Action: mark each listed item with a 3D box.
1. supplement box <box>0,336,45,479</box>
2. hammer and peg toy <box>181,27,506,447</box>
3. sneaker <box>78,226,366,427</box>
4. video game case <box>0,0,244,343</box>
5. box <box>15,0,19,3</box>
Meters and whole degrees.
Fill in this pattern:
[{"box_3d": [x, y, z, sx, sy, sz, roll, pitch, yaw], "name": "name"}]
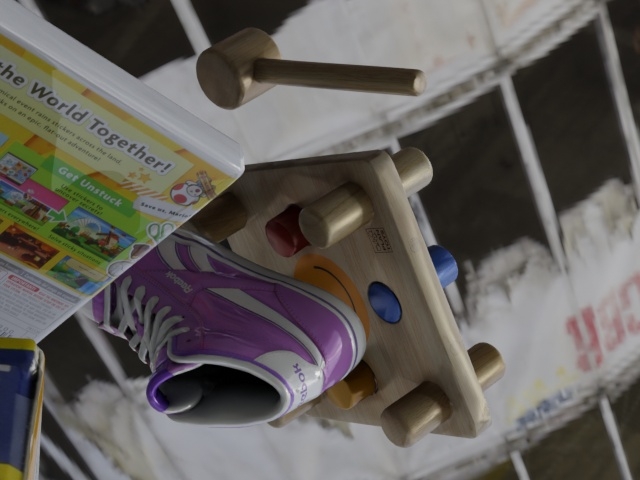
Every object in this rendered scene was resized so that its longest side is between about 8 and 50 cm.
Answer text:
[{"box_3d": [-0.227, 0.237, 0.611, 0.195, 0.356, 0.194, 3, -157, -11], "name": "supplement box"}, {"box_3d": [0.000, 0.000, 1.208, 0.127, 0.361, 0.266, -31, -163, -32], "name": "hammer and peg toy"}, {"box_3d": [-0.122, 0.066, 1.123, 0.282, 0.102, 0.161, 13, -153, 26], "name": "sneaker"}, {"box_3d": [-0.189, -0.036, 0.719, 0.206, 0.227, 0.026, -37, -141, 28], "name": "video game case"}, {"box_3d": [-0.335, -0.031, 0.962, 0.294, 0.183, 0.296, -42, -134, 14], "name": "box"}]
